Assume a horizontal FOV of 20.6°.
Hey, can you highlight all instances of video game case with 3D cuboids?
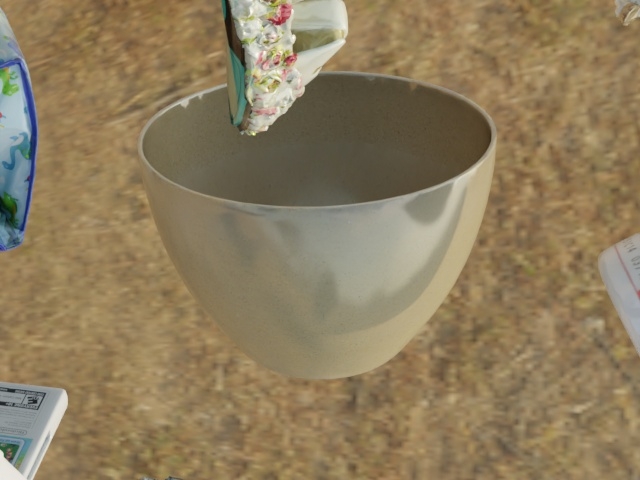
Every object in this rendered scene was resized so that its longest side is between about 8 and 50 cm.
[{"bbox_3d":[-0.260,0.140,1.139,0.143,0.157,0.019,-72,163,-52],"label":"video game case"}]

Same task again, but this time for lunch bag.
[{"bbox_3d":[-0.250,-0.084,1.256,0.096,0.129,0.151,-17,129,-11],"label":"lunch bag"}]

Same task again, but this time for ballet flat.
[{"bbox_3d":[-0.021,-0.135,0.982,0.077,0.241,0.091,-5,63,-2],"label":"ballet flat"}]

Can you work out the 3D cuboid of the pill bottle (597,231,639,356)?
[{"bbox_3d":[0.356,0.019,1.253,0.283,0.161,0.161,-27,103,9],"label":"pill bottle"}]

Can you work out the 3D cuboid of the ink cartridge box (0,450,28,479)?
[{"bbox_3d":[-0.239,0.131,0.942,0.180,0.060,0.104,52,39,-35],"label":"ink cartridge box"}]

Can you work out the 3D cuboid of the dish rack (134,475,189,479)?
[{"bbox_3d":[-0.045,0.276,1.206,0.271,0.074,0.208,23,46,-42],"label":"dish rack"}]

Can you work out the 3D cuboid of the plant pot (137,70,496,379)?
[{"bbox_3d":[0.000,0.000,1.426,0.284,0.284,0.191,-17,119,-29],"label":"plant pot"}]

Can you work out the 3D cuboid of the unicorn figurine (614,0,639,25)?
[{"bbox_3d":[0.190,-0.132,0.827,0.162,0.060,0.111,41,47,13],"label":"unicorn figurine"}]
